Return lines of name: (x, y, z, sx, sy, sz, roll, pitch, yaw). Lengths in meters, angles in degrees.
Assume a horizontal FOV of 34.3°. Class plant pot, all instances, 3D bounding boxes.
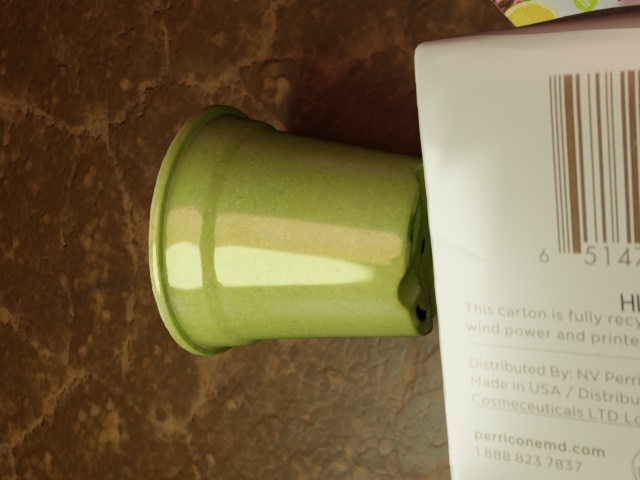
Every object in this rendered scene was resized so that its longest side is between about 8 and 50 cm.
plant pot: (0.000, 0.000, 1.091, 0.253, 0.276, 0.276, 5, 93, 23)

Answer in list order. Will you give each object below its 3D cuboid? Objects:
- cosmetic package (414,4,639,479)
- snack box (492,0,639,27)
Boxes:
cosmetic package: (0.309, -0.011, 0.744, 0.329, 0.393, 0.328, 1, 105, 34)
snack box: (0.261, -0.269, 1.010, 0.174, 0.070, 0.207, -46, 67, 25)
